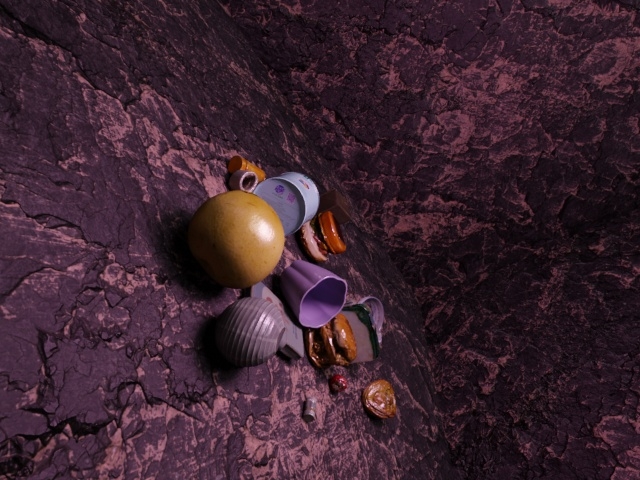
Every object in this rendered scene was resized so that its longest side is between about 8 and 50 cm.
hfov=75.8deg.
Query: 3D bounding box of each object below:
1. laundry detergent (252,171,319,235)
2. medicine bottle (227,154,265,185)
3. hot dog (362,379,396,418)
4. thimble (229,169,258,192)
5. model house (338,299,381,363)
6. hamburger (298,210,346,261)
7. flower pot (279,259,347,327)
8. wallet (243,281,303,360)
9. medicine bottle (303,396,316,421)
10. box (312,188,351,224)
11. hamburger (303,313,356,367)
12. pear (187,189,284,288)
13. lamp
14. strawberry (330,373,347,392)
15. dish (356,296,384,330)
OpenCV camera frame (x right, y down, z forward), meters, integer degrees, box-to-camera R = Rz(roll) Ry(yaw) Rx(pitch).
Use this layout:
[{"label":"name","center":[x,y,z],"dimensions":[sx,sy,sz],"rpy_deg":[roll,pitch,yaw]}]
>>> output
[{"label":"laundry detergent","center":[-0.165,-0.193,2.073],"dimensions":[0.287,0.287,0.305],"rpy_deg":[60,20,-7]},{"label":"medicine bottle","center":[-0.365,-0.342,2.044],"dimensions":[0.192,0.096,0.096],"rpy_deg":[26,41,-59]},{"label":"hot dog","center":[0.321,0.848,2.192],"dimensions":[0.272,0.122,0.196],"rpy_deg":[34,41,-56]},{"label":"thimble","center":[-0.361,-0.275,1.920],"dimensions":[0.115,0.090,0.102],"rpy_deg":[-35,127,-40]},{"label":"model house","center":[0.195,0.469,2.201],"dimensions":[0.284,0.243,0.299],"rpy_deg":[-9,84,-74]},{"label":"hamburger","center":[0.006,-0.022,2.370],"dimensions":[0.291,0.225,0.291],"rpy_deg":[59,17,-30]},{"label":"flower pot","center":[-0.054,0.224,1.845],"dimensions":[0.243,0.265,0.265],"rpy_deg":[33,-6,45]},{"label":"wallet","center":[-0.187,0.324,1.667],"dimensions":[0.360,0.083,0.252],"rpy_deg":[49,18,-32]},{"label":"medicine bottle","center":[-0.042,0.668,1.628],"dimensions":[0.047,0.047,0.083],"rpy_deg":[54,21,-22]},{"label":"box","center":[0.031,-0.173,2.556],"dimensions":[0.184,0.273,0.143],"rpy_deg":[41,32,-43]},{"label":"hamburger","center":[0.056,0.477,1.898],"dimensions":[0.245,0.211,0.261],"rpy_deg":[60,14,-24]},{"label":"pear","center":[-0.292,-0.008,1.448],"dimensions":[0.348,0.348,0.348],"rpy_deg":[50,23,-31]},{"label":"lamp","center":[-0.238,0.297,1.365],"dimensions":[0.233,0.233,0.265],"rpy_deg":[58,28,-12]},{"label":"strawberry","center":[0.081,0.662,1.906],"dimensions":[0.083,0.083,0.096],"rpy_deg":[60,-9,-8]},{"label":"dish","center":[0.249,0.463,2.482],"dimensions":[0.273,0.133,0.274],"rpy_deg":[-7,100,-42]}]
